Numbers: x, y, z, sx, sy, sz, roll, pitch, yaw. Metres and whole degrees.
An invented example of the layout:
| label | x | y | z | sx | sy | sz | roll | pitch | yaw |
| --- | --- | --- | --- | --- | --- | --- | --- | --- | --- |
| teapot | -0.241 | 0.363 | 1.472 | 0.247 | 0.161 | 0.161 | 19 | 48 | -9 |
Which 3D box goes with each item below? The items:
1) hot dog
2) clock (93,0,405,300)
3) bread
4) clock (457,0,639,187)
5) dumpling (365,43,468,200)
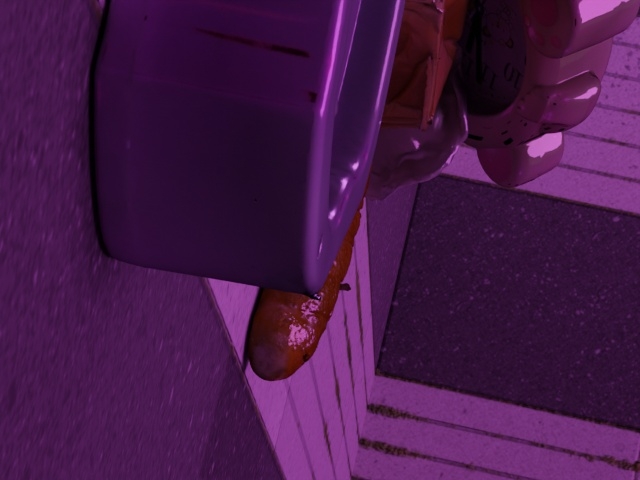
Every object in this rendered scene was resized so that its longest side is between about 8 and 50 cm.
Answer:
| label | x | y | z | sx | sy | sz | roll | pitch | yaw |
| --- | --- | --- | --- | --- | --- | --- | --- | --- | --- |
| hot dog | -0.004 | -0.001 | 1.555 | 0.088 | 0.061 | 0.286 | 78 | 21 | -48 |
| clock | -0.015 | -0.146 | 0.896 | 0.338 | 0.102 | 0.338 | 11 | 90 | -84 |
| bread | 0.069 | -0.203 | 1.591 | 0.241 | 0.107 | 0.136 | 90 | 16 | -63 |
| clock | 0.163 | -0.220 | 1.766 | 0.114 | 0.284 | 0.309 | -26 | 150 | -28 |
| dumpling | 0.082 | -0.128 | 1.760 | 0.108 | 0.127 | 0.188 | 37 | 58 | -69 |
